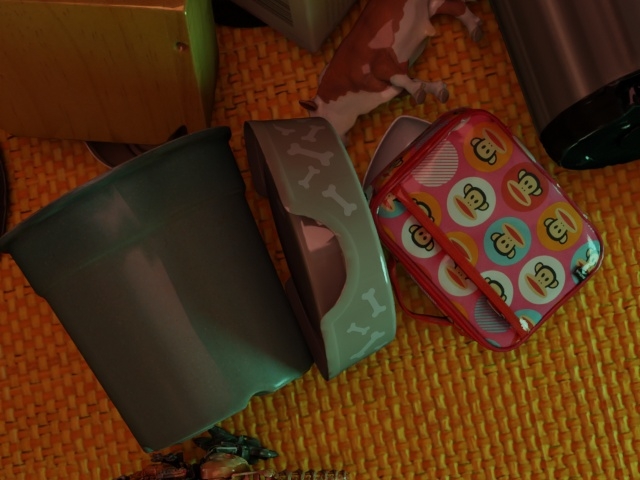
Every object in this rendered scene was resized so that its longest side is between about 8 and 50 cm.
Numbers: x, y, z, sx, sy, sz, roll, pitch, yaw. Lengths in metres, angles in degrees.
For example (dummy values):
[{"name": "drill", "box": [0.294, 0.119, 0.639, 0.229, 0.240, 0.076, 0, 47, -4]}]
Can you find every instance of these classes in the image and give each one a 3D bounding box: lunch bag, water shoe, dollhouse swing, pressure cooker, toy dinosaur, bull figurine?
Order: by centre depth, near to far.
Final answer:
[{"name": "pressure cooker", "box": [0.395, -0.337, 1.540, 0.375, 0.370, 0.420, -27, 76, 39]}, {"name": "toy dinosaur", "box": [-0.132, 0.338, 1.628, 0.322, 0.218, 0.164, 14, 85, 10]}, {"name": "lunch bag", "box": [0.197, -0.004, 1.632, 0.258, 0.120, 0.293, -44, 102, -1]}, {"name": "dollhouse swing", "box": [-0.307, -0.349, 1.662, 0.347, 0.315, 0.305, 3, 51, 7]}, {"name": "bull figurine", "box": [0.101, -0.261, 1.700, 0.188, 0.101, 0.310, 21, 82, 33]}, {"name": "water shoe", "box": [-0.083, -0.355, 1.780, 0.203, 0.073, 0.080, 4, 64, 4]}]

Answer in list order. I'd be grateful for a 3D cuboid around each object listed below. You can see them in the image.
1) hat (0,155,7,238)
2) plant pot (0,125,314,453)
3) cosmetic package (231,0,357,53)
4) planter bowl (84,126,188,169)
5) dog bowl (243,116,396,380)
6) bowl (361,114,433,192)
[{"name": "hat", "box": [-0.609, -0.053, 1.777, 0.331, 0.134, 0.331, -1, 86, 8]}, {"name": "plant pot", "box": [-0.194, 0.076, 1.625, 0.341, 0.341, 0.334, -27, 88, 4]}, {"name": "cosmetic package", "box": [0.054, -0.502, 1.651, 0.161, 0.230, 0.453, 35, 79, 11]}, {"name": "planter bowl", "box": [-0.246, -0.166, 1.753, 0.162, 0.109, 0.162, -1, 85, 8]}, {"name": "dog bowl", "box": [0.000, 0.000, 1.594, 0.102, 0.349, 0.348, -18, 82, -8]}, {"name": "bowl", "box": [0.140, -0.089, 1.718, 0.142, 0.053, 0.142, 26, 88, 9]}]
